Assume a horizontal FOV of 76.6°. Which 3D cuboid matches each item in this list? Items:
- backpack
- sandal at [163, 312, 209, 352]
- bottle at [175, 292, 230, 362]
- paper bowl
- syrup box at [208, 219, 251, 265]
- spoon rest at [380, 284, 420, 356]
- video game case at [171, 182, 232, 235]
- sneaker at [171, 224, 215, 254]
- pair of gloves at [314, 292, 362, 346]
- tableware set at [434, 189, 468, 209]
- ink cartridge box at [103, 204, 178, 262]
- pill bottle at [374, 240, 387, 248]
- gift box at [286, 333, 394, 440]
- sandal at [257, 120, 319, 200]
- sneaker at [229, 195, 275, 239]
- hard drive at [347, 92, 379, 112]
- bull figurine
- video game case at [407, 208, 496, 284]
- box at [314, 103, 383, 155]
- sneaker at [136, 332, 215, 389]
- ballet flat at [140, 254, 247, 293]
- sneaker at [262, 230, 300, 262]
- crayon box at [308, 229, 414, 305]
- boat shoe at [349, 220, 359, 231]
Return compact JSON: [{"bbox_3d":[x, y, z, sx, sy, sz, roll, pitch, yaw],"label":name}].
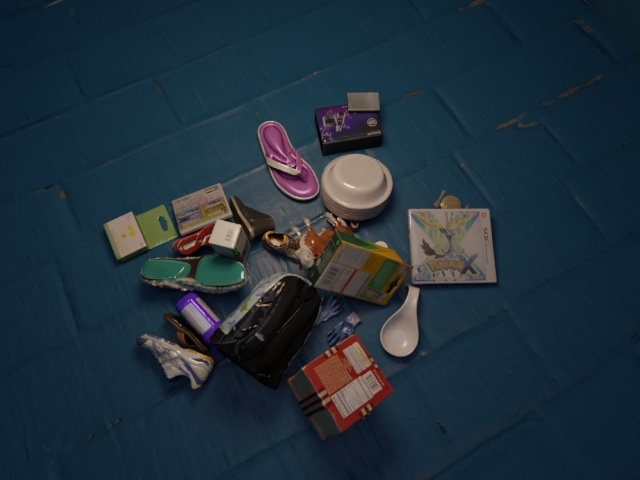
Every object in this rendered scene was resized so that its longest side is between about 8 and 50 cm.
[{"bbox_3d":[-0.162,0.270,1.403,0.290,0.273,0.355,40,84,-16],"label":"backpack"},{"bbox_3d":[-0.492,0.342,1.468,0.220,0.090,0.060,34,83,10],"label":"sandal"},{"bbox_3d":[-0.397,0.315,1.461,0.092,0.118,0.283,-43,82,-15],"label":"bottle"},{"bbox_3d":[0.145,-0.232,1.620,0.285,0.148,0.283,1,58,-1],"label":"paper bowl"},{"bbox_3d":[-0.330,0.014,1.504,0.097,0.236,0.093,14,72,5],"label":"syrup box"},{"bbox_3d":[0.309,0.290,1.497,0.138,0.084,0.276,18,71,6],"label":"spoon rest"},{"bbox_3d":[-0.480,-0.128,1.636,0.213,0.023,0.193,-22,54,-9],"label":"video game case"},{"bbox_3d":[-0.481,-0.009,1.593,0.221,0.128,0.086,-19,104,-41],"label":"sneaker"},{"bbox_3d":[0.056,0.301,1.523,0.159,0.023,0.198,-42,75,-12],"label":"pair of gloves"},{"bbox_3d":[0.504,-0.095,1.659,0.128,0.039,0.194,32,79,-2],"label":"tableware set"},{"bbox_3d":[-0.716,-0.039,1.617,0.235,0.056,0.171,-27,73,-8],"label":"ink cartridge box"},{"bbox_3d":[0.224,0.046,1.561,0.067,0.120,0.066,0,70,-1],"label":"pill bottle"},{"bbox_3d":[0.073,0.486,1.342,0.277,0.258,0.255,-20,69,-28],"label":"gift box"},{"bbox_3d":[-0.153,-0.343,1.702,0.170,0.102,0.416,-31,74,-10],"label":"sandal"},{"bbox_3d":[-0.280,-0.102,1.641,0.118,0.083,0.222,-20,62,-29],"label":"sneaker"},{"bbox_3d":[0.182,-0.589,1.731,0.135,0.022,0.094,-1,68,-1],"label":"hard drive"},{"bbox_3d":[0.000,0.000,1.541,0.311,0.101,0.188,-14,68,-40],"label":"bull figurine"},{"bbox_3d":[0.513,0.022,1.591,0.330,0.036,0.299,-1,79,-3],"label":"video game case"},{"bbox_3d":[0.119,-0.488,1.759,0.262,0.103,0.184,-10,74,-4],"label":"box"},{"bbox_3d":[-0.530,0.424,1.426,0.297,0.111,0.130,21,72,7],"label":"sneaker"},{"bbox_3d":[-0.458,0.132,1.515,0.410,0.147,0.146,4,71,8],"label":"ballet flat"},{"bbox_3d":[-0.121,0.025,1.577,0.226,0.092,0.087,15,71,-1],"label":"sneaker"},{"bbox_3d":[0.147,0.106,1.455,0.323,0.203,0.083,19,25,-28],"label":"crayon box"},{"bbox_3d":[0.131,-0.104,1.654,0.049,0.043,0.136,-7,70,-1],"label":"boat shoe"}]
